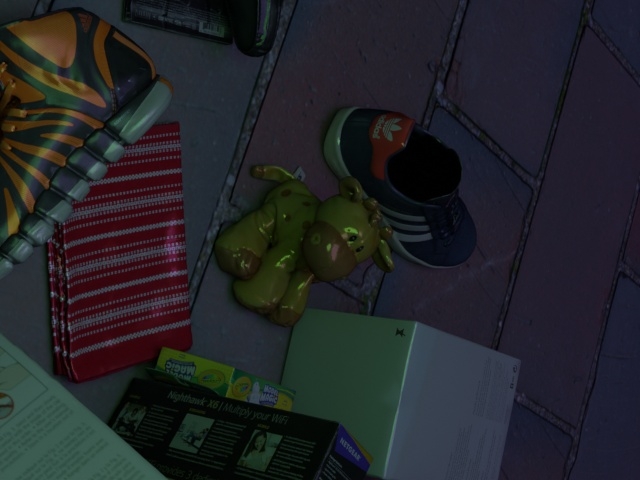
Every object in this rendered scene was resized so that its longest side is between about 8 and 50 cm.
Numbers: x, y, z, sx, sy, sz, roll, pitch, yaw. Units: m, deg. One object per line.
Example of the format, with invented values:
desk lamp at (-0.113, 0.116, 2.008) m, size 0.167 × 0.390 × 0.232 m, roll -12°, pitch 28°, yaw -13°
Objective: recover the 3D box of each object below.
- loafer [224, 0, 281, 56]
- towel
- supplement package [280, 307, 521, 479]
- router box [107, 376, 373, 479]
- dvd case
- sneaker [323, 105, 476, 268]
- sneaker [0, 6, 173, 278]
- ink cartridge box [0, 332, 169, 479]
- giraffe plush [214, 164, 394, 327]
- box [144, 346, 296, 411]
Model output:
loafer at (-0.097, -0.324, 1.457) m, size 0.078 × 0.076 × 0.223 m, roll -11°, pitch 97°, yaw -44°
towel at (-0.220, 0.009, 1.399) m, size 0.199 × 0.031 × 0.275 m, roll -11°, pitch 101°, yaw -49°
supplement package at (0.102, 0.217, 1.664) m, size 0.263 × 0.198 × 0.199 m, roll 23°, pitch 77°, yaw -48°
router box at (-0.130, 0.286, 1.314) m, size 0.081 × 0.309 × 0.243 m, roll 51°, pitch 57°, yaw -41°
dvd case at (-0.156, -0.349, 1.453) m, size 0.164 × 0.018 × 0.221 m, roll 4°, pitch 91°, yaw -49°
sneaker at (0.152, -0.061, 1.739) m, size 0.350 × 0.148 × 0.131 m, roll 39°, pitch 64°, yaw -44°
sneaker at (-0.309, -0.099, 1.236) m, size 0.180 × 0.124 × 0.321 m, roll 45°, pitch 71°, yaw -18°
ink cartridge box at (-0.309, 0.271, 1.118) m, size 0.308 × 0.385 × 0.091 m, roll -40°, pitch 159°, yaw -35°
giraffe plush at (0.000, 0.000, 1.548) m, size 0.181 × 0.170 × 0.210 m, roll 35°, pitch 67°, yaw -45°
box at (-0.115, 0.165, 1.450) m, size 0.179 × 0.105 × 0.043 m, roll 29°, pitch 76°, yaw -61°
